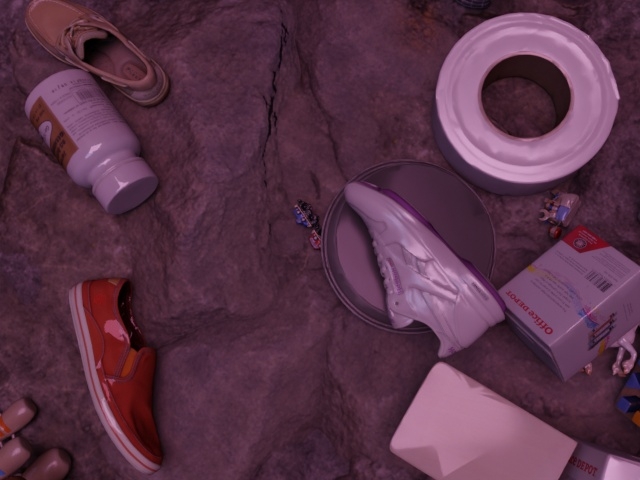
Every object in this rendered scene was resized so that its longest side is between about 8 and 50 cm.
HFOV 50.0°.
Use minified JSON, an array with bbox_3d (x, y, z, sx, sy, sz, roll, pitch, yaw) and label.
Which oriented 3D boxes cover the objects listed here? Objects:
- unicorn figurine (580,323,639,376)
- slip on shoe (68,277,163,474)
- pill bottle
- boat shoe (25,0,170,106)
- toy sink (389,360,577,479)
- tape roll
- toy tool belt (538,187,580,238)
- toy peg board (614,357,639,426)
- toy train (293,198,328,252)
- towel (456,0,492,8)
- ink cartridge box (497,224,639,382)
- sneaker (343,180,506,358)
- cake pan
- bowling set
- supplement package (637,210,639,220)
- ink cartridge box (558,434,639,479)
[{"bbox_3d":[0.455,0.156,1.074,0.161,0.060,0.111,5,71,11],"label":"unicorn figurine"},{"bbox_3d":[-0.311,0.209,1.105,0.101,0.123,0.331,-20,76,-3],"label":"slip on shoe"},{"bbox_3d":[-0.379,-0.162,1.155,0.131,0.131,0.229,-38,80,-2],"label":"pill bottle"},{"bbox_3d":[-0.400,-0.345,1.200,0.302,0.098,0.109,35,86,9],"label":"boat shoe"},{"bbox_3d":[0.230,0.299,1.037,0.234,0.131,0.153,30,85,3],"label":"toy sink"},{"bbox_3d":[0.327,-0.220,1.123,0.286,0.100,0.286,-1,81,5],"label":"tape roll"},{"bbox_3d":[0.384,-0.045,1.123,0.051,0.052,0.083,27,80,39],"label":"toy tool belt"},{"bbox_3d":[0.505,0.221,0.982,0.079,0.160,0.161,7,112,-35],"label":"toy peg board"},{"bbox_3d":[0.000,0.000,1.154,0.036,0.027,0.158,-34,81,11],"label":"toy train"},{"bbox_3d":[0.199,-0.527,1.114,0.121,0.235,0.284,-45,80,3],"label":"towel"},{"bbox_3d":[0.379,0.096,1.036,0.176,0.127,0.128,-38,45,-1],"label":"ink cartridge box"},{"bbox_3d":[0.125,0.040,1.019,0.152,0.114,0.305,-45,77,8],"label":"sneaker"},{"bbox_3d":[0.147,0.003,1.112,0.293,0.054,0.293,0,80,-1],"label":"cake pan"},{"bbox_3d":[-0.481,0.391,1.052,0.154,0.200,0.287,-41,77,-1],"label":"bowling set"},{"bbox_3d":[0.632,-0.003,0.997,0.204,0.145,0.262,-18,56,0],"label":"supplement package"},{"bbox_3d":[0.386,0.435,0.965,0.117,0.207,0.283,18,83,5],"label":"ink cartridge box"}]
